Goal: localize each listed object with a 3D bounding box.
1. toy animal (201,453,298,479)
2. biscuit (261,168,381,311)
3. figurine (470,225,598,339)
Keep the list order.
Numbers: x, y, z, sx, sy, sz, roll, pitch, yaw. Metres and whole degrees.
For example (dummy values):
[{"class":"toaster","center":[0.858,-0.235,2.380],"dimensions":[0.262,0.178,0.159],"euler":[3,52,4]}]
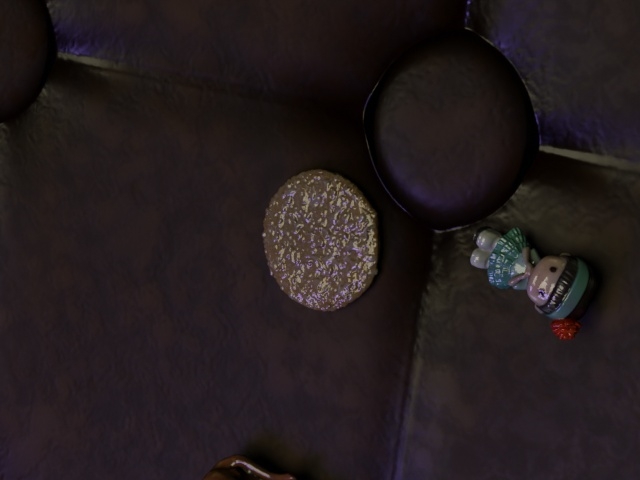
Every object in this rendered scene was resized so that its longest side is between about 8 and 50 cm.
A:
[{"class":"toy animal","center":[-0.104,0.284,1.463],"dimensions":[0.230,0.066,0.224],"euler":[18,100,36]},{"class":"biscuit","center":[0.000,0.000,1.402],"dimensions":[0.120,0.015,0.120],"euler":[3,96,35]},{"class":"figurine","center":[0.158,0.028,1.278],"dimensions":[0.106,0.047,0.060],"euler":[30,93,33]}]
